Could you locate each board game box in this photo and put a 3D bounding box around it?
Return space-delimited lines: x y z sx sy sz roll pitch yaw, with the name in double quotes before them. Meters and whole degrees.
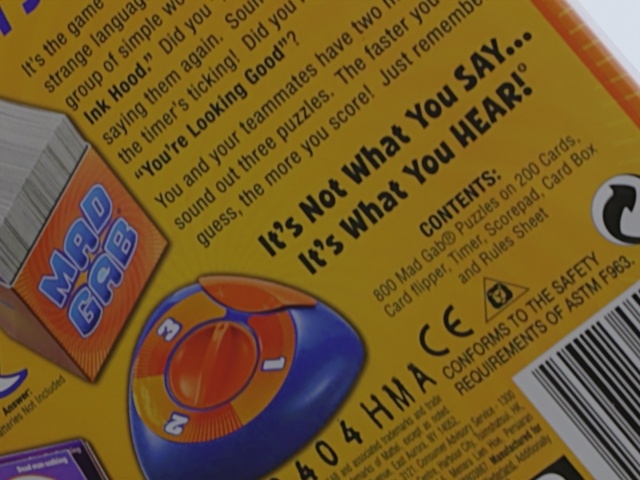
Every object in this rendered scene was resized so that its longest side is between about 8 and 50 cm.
"board game box" 0.000 0.000 0.683 0.356 0.356 0.356 -40 -93 15
